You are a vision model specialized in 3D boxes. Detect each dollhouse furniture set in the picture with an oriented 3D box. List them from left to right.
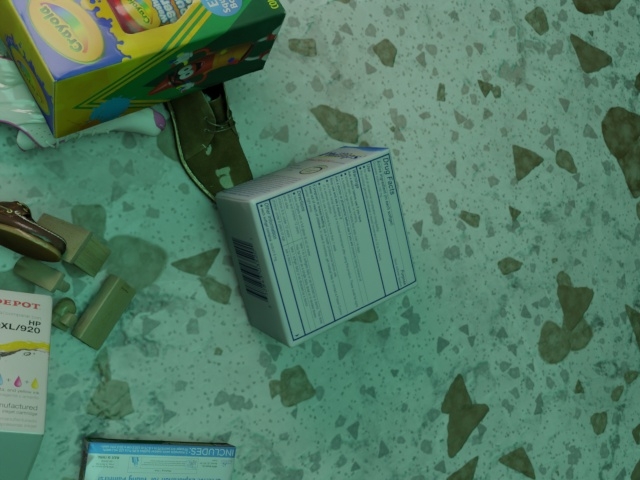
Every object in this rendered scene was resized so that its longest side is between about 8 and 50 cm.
[{"bbox_3d":[-0.402,0.067,1.152,0.144,0.123,0.151,-60,145,-18],"label":"dollhouse furniture set"}]

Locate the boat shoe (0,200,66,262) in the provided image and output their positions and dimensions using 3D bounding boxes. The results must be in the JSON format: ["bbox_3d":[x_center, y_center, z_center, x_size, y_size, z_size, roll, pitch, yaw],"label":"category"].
[{"bbox_3d":[-0.472,-0.031,1.070,0.206,0.073,0.073,20,58,1],"label":"boat shoe"}]

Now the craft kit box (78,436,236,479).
[{"bbox_3d":[-0.274,0.454,1.167,0.249,0.061,0.247,11,78,-25],"label":"craft kit box"}]

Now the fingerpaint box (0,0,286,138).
[{"bbox_3d":[-0.328,-0.429,1.086,0.371,0.163,0.445,-25,79,-27],"label":"fingerpaint box"}]

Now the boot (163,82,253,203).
[{"bbox_3d":[-0.189,-0.191,1.234,0.112,0.115,0.305,-30,101,-29],"label":"boot"}]

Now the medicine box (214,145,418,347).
[{"bbox_3d":[0.000,0.000,1.260,0.289,0.149,0.264,-23,110,-27],"label":"medicine box"}]

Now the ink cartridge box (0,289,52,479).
[{"bbox_3d":[-0.470,0.201,0.971,0.171,0.168,0.233,11,39,-26],"label":"ink cartridge box"}]

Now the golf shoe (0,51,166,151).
[{"bbox_3d":[-0.405,-0.196,1.138,0.306,0.115,0.140,14,88,-17],"label":"golf shoe"}]
